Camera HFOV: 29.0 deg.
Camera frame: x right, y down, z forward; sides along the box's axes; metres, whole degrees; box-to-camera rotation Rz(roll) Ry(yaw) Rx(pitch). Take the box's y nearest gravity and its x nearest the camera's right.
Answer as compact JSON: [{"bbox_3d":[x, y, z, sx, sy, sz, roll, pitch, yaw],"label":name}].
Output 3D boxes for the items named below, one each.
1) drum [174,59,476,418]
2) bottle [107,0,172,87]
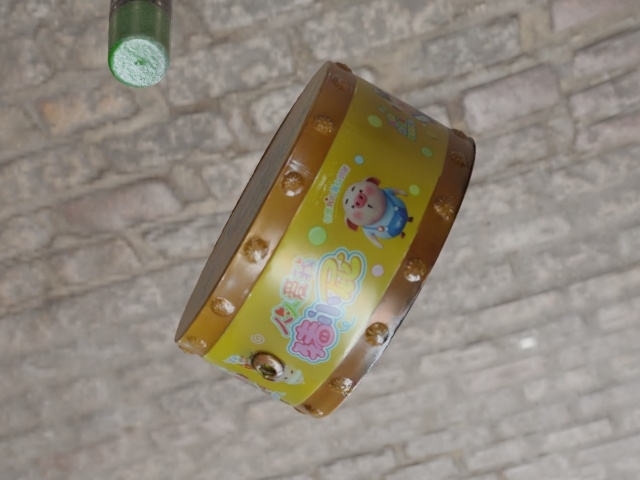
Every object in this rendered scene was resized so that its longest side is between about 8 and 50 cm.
[{"bbox_3d":[0.000,0.000,1.562,0.214,0.431,0.431,30,134,-7],"label":"drum"},{"bbox_3d":[-0.264,-0.347,1.825,0.093,0.330,0.093,-3,130,-3],"label":"bottle"}]
